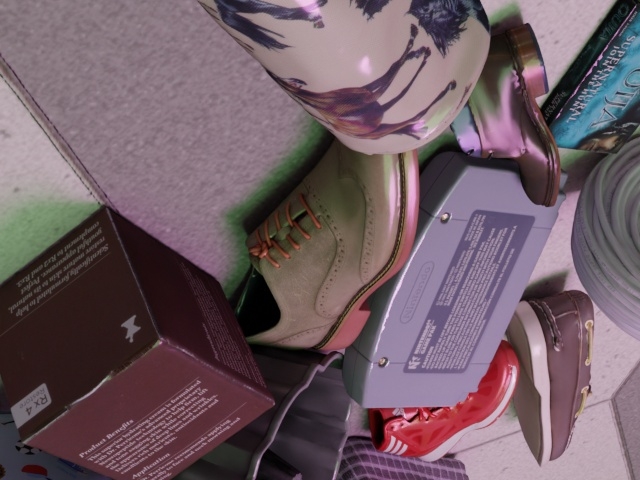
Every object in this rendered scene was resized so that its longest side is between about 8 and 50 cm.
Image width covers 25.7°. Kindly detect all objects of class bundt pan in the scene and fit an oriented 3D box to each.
[{"bbox_3d":[-0.084,0.255,1.526,0.331,0.124,0.331,-55,157,-37],"label":"bundt pan"}]

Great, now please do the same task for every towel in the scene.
[{"bbox_3d":[0.129,0.385,1.837,0.283,0.235,0.121,21,117,-47],"label":"towel"}]

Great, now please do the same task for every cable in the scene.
[{"bbox_3d":[0.403,0.000,1.519,0.257,0.257,0.089,-39,155,-22],"label":"cable"}]

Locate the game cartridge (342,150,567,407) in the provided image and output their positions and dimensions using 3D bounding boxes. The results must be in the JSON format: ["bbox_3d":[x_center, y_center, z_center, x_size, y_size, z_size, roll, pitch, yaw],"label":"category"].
[{"bbox_3d":[0.137,0.045,1.507,0.198,0.062,0.297,7,114,-36],"label":"game cartridge"}]

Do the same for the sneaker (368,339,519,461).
[{"bbox_3d":[0.145,0.205,1.748,0.128,0.087,0.221,6,132,-40],"label":"sneaker"}]

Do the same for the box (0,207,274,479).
[{"bbox_3d":[-0.183,0.110,1.341,0.168,0.167,0.203,-36,144,12],"label":"box"}]

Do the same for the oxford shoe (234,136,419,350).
[{"bbox_3d":[0.000,0.000,1.366,0.130,0.123,0.348,-6,139,-24],"label":"oxford shoe"}]

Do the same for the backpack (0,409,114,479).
[{"bbox_3d":[-0.309,0.292,1.400,0.213,0.276,0.263,-66,172,21],"label":"backpack"}]

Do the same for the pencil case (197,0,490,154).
[{"bbox_3d":[-0.018,-0.230,1.033,0.410,0.159,0.184,40,67,-52],"label":"pencil case"}]

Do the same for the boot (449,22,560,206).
[{"bbox_3d":[0.173,-0.110,1.383,0.106,0.082,0.219,-16,130,1],"label":"boot"}]

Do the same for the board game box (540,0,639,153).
[{"bbox_3d":[0.310,-0.168,1.442,0.126,0.026,0.186,3,134,-35],"label":"board game box"}]

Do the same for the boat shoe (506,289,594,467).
[{"bbox_3d":[0.302,0.181,1.800,0.096,0.117,0.324,-20,138,-6],"label":"boat shoe"}]
